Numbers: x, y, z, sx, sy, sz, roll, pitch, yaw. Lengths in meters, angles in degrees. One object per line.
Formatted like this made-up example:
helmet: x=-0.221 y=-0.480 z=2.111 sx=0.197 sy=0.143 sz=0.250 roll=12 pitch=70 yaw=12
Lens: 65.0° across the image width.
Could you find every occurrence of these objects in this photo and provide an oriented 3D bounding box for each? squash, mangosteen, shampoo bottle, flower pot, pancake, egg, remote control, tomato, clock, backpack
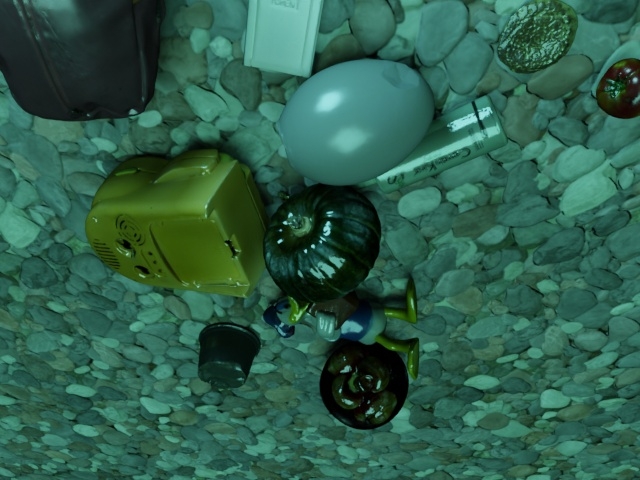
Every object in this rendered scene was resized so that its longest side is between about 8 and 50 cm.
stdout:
squash: x=0.002 y=0.002 z=0.868 sx=0.218 sy=0.218 sz=0.172 roll=-32 pitch=115 yaw=28
mangosteen: x=0.097 y=0.326 z=1.147 sx=0.211 sy=0.212 sz=0.250 roll=-5 pitch=165 yaw=8
shampoo bottle: x=0.167 y=-0.144 z=0.831 sx=0.262 sy=0.085 sz=0.085 roll=-22 pitch=126 yaw=22
flower pot: x=-0.232 y=0.289 z=1.224 sx=0.157 sy=0.107 sz=0.158 roll=3 pitch=130 yaw=3
pancake: x=0.317 y=-0.295 z=0.735 sx=0.114 sy=0.011 sz=0.115 roll=2 pitch=131 yaw=2
egg: x=0.055 y=-0.176 z=0.749 sx=0.231 sy=0.176 sz=0.176 roll=-16 pitch=128 yaw=14
remote control: x=-0.039 y=-0.366 z=0.672 sx=0.102 sy=0.056 sz=0.277 roll=10 pitch=130 yaw=-5
tomato: x=0.459 y=-0.223 z=0.744 sx=0.075 sy=0.087 sz=0.087 roll=-5 pitch=137 yaw=-30
clock: x=-0.266 y=-0.029 z=0.907 sx=0.316 sy=0.200 sz=0.244 roll=-2 pitch=129 yaw=17
backpack: x=-0.331 y=-0.307 z=0.654 sx=0.283 sy=0.197 sz=0.317 roll=3 pitch=136 yaw=0

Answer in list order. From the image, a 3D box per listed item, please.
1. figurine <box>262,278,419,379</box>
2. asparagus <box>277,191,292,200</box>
figurine: x=0.020 y=0.166 z=1.049 sx=0.338 sy=0.205 sz=0.283 roll=-3 pitch=158 yaw=23
asparagus: x=-0.022 y=-0.068 z=0.955 sx=0.127 sy=0.018 sz=0.015 roll=18 pitch=105 yaw=-11
